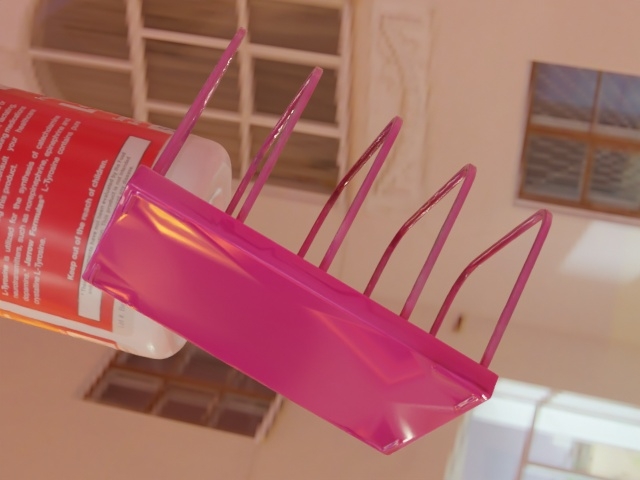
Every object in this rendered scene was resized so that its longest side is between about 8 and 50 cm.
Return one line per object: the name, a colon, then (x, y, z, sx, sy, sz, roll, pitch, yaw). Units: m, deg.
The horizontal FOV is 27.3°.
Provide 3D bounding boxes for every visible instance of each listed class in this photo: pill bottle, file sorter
pill bottle: (-0.312, -0.038, 1.333, 0.229, 0.407, 0.229, 15, -90, -86)
file sorter: (0.000, 0.000, 1.022, 0.182, 0.290, 0.202, -62, 7, -27)
